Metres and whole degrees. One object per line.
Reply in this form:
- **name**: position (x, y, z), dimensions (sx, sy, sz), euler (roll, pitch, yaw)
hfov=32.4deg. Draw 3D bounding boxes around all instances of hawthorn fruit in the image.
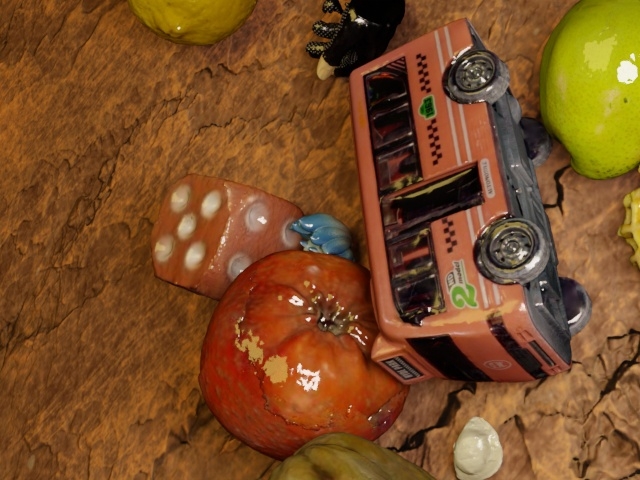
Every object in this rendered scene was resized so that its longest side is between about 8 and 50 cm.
- **hawthorn fruit**: position (-0.042, 0.170, 1.430), dimensions (0.307, 0.276, 0.276), euler (-46, 44, 39)

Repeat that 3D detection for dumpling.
- **dumpling**: position (0.190, 0.253, 1.318), dimensions (0.059, 0.043, 0.077), euler (20, 81, 24)

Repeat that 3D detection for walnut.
- **walnut**: position (0.054, 0.353, 1.248), dimensions (0.227, 0.283, 0.283), euler (-37, 36, -26)

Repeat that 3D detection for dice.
- **dice**: position (-0.135, 0.007, 1.648), dimensions (0.175, 0.174, 0.179), euler (9, 81, 44)

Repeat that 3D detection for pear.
- **pear**: position (0.342, -0.183, 1.297), dimensions (0.187, 0.187, 0.220), euler (33, 112, 46)

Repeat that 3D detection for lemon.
- **lemon**: position (-0.214, -0.479, 1.894), dimensions (0.253, 0.253, 0.310), euler (-3, 65, 42)

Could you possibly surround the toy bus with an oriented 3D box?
- **toy bus**: position (0.165, -0.039, 1.336), dimensions (0.233, 0.203, 0.427), euler (-19, 57, 21)

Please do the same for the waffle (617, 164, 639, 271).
- **waffle**: position (0.435, -0.032, 1.179), dimensions (0.245, 0.052, 0.254), euler (48, 124, 41)

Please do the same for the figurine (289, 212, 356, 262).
- **figurine**: position (0.000, 0.000, 1.570), dimensions (0.079, 0.114, 0.114), euler (-49, 45, 7)

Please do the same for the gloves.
- **gloves**: position (0.051, -0.309, 1.696), dimensions (0.181, 0.106, 0.129), euler (130, 145, -55)
